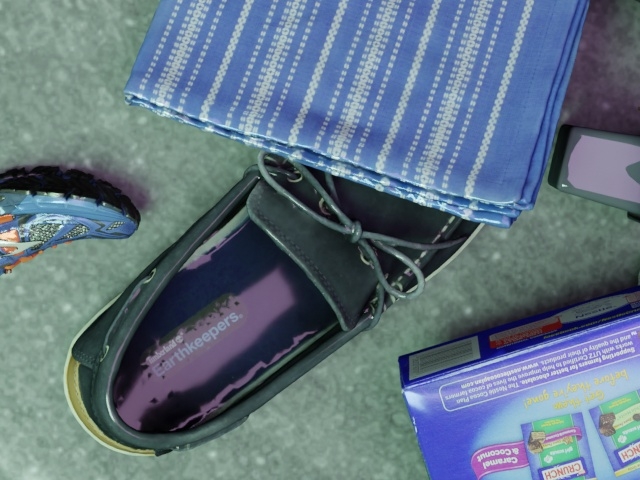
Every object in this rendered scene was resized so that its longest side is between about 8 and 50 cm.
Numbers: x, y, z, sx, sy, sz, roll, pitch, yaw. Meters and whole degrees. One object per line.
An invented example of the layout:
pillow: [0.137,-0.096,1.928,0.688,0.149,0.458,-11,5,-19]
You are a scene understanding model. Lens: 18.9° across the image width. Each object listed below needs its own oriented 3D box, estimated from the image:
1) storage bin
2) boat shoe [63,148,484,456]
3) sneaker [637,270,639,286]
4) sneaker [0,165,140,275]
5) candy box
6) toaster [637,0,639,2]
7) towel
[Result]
storage bin: [0.245,-0.067,1.621,0.091,0.135,0.098,13,95,0]
boat shoe: [0.000,0.000,1.578,0.500,0.156,0.187,-40,99,-3]
sneaker: [0.389,-0.017,1.650,0.281,0.115,0.105,-42,101,-2]
sneaker: [-0.259,-0.010,1.586,0.221,0.083,0.087,-2,110,-3]
candy box: [0.235,0.214,1.564,0.268,0.122,0.317,-17,98,6]
toaster: [0.294,-0.272,1.577,0.186,0.110,0.168,28,52,-10]
towel: [0.036,-0.162,1.540,0.336,0.040,0.243,18,66,3]
